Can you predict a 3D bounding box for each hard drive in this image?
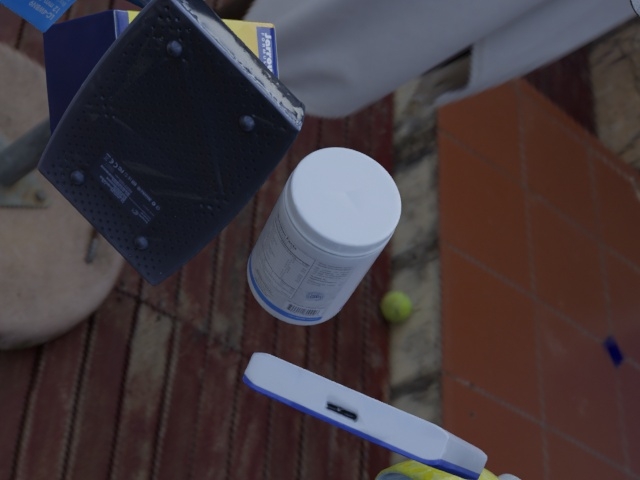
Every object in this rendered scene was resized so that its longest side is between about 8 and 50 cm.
[{"bbox_3d":[-0.129,-0.085,1.002,0.172,0.254,0.054,45,42,-2],"label":"hard drive"},{"bbox_3d":[0.060,0.196,1.258,0.040,0.210,0.318,-67,161,-7],"label":"hard drive"}]

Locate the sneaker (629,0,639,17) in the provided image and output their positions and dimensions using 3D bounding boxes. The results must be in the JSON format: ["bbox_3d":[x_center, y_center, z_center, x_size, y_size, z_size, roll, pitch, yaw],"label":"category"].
[{"bbox_3d":[0.571,-0.330,1.580,0.297,0.129,0.111,2,87,-17],"label":"sneaker"}]

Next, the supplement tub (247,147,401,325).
[{"bbox_3d":[0.000,0.000,0.712,0.071,0.107,0.071,10,57,-15],"label":"supplement tub"}]

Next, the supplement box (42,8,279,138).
[{"bbox_3d":[-0.258,-0.267,1.961,0.356,0.194,0.195,-7,93,-48],"label":"supplement box"}]

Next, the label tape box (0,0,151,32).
[{"bbox_3d":[-0.154,-0.305,1.017,0.115,0.347,0.249,52,6,20],"label":"label tape box"}]

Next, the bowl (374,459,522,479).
[{"bbox_3d":[0.214,0.397,1.550,0.156,0.289,0.289,-25,87,-24],"label":"bowl"}]
